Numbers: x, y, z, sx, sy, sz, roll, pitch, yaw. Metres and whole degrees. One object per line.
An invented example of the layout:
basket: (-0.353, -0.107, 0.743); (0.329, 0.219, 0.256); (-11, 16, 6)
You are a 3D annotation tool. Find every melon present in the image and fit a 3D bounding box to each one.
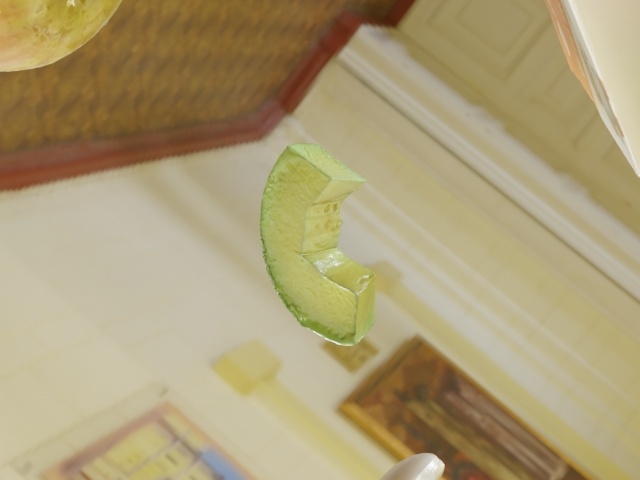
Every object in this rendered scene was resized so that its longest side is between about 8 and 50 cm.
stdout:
melon: (0.000, 0.000, 1.376); (0.064, 0.118, 0.210); (-20, 112, -56)

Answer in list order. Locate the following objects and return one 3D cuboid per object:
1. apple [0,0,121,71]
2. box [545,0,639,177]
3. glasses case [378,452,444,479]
apple: (-0.291, -0.291, 1.133); (0.286, 0.233, 0.286); (-52, 158, -32)
box: (0.268, -0.225, 1.108); (0.143, 0.225, 0.341); (-23, -160, 9)
glasses case: (0.096, 0.275, 1.458); (0.063, 0.041, 0.164); (-43, 176, -21)
